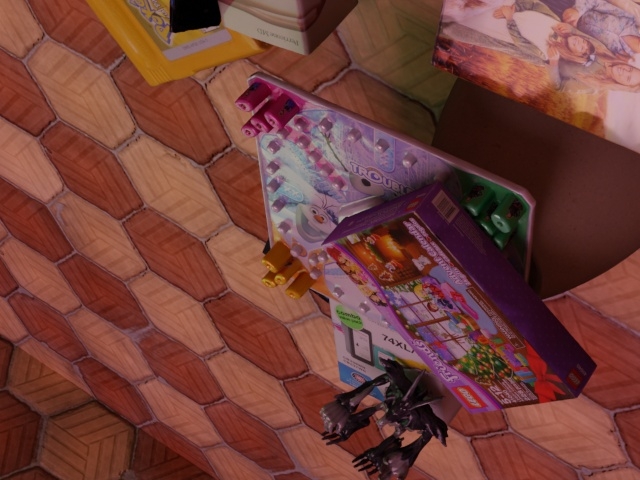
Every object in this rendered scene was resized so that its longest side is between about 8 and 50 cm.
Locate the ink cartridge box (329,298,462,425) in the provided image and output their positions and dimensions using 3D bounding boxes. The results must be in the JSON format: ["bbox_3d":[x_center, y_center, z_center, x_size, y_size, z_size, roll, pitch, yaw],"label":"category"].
[{"bbox_3d":[0.149,0.109,2.065,0.198,0.197,0.270,24,146,25],"label":"ink cartridge box"}]

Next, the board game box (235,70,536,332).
[{"bbox_3d":[0.074,0.007,1.695,0.390,0.050,0.390,27,148,23],"label":"board game box"}]

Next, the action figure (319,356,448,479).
[{"bbox_3d":[0.092,0.281,2.025,0.164,0.141,0.276,48,153,8],"label":"action figure"}]

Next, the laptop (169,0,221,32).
[{"bbox_3d":[-0.214,-0.405,1.732,0.136,0.234,0.264,4,102,10],"label":"laptop"}]

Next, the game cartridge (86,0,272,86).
[{"bbox_3d":[-0.243,-0.371,2.017,0.323,0.053,0.285,-9,125,51],"label":"game cartridge"}]

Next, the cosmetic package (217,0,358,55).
[{"bbox_3d":[-0.058,-0.398,1.699,0.153,0.129,0.296,21,145,28],"label":"cosmetic package"}]

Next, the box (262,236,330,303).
[{"bbox_3d":[0.000,0.000,2.207,0.147,0.077,0.180,38,150,5],"label":"box"}]

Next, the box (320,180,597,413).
[{"bbox_3d":[0.158,0.075,1.582,0.293,0.057,0.201,48,150,-13],"label":"box"}]

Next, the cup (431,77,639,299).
[{"bbox_3d":[0.260,-0.059,1.687,0.331,0.237,0.331,27,147,20],"label":"cup"}]

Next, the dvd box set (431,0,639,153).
[{"bbox_3d":[0.334,-0.249,1.449,0.420,0.062,0.308,27,131,22],"label":"dvd box set"}]
